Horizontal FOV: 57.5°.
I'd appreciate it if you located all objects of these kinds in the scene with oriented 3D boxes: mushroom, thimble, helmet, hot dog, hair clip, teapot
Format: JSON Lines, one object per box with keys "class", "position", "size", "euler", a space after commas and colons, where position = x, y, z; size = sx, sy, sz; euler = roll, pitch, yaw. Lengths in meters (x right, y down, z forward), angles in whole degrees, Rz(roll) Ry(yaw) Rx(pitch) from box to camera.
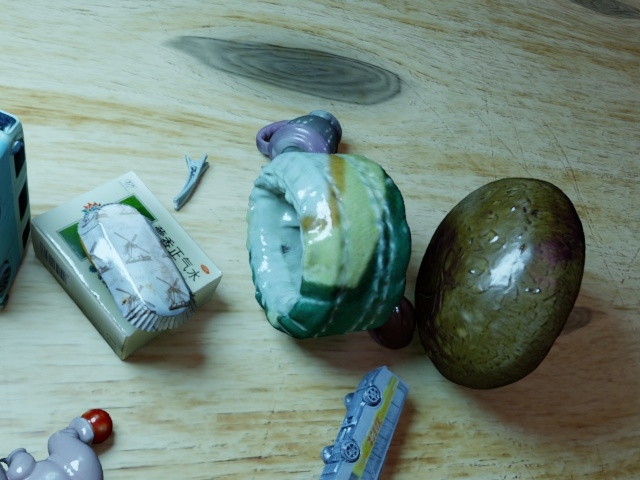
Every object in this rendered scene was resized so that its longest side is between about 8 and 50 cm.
{"class": "mushroom", "position": [0.260, 0.057, 0.880], "size": [0.239, 0.345, 0.345], "euler": [0, 59, -20]}
{"class": "thimble", "position": [0.000, 0.000, 0.860], "size": [0.167, 0.254, 0.288], "euler": [0, 33, -26]}
{"class": "helmet", "position": [0.119, 0.116, 0.951], "size": [0.089, 0.057, 0.111], "euler": [-12, 64, -25]}
{"class": "hot dog", "position": [-0.236, 0.031, 0.744], "size": [0.108, 0.059, 0.191], "euler": [-16, 62, -45]}
{"class": "hair clip", "position": [-0.224, -0.100, 0.970], "size": [0.039, 0.030, 0.115], "euler": [11, 51, 8]}
{"class": "teapot", "position": [-0.030, -0.173, 1.062], "size": [0.116, 0.148, 0.146], "euler": [62, 36, -22]}

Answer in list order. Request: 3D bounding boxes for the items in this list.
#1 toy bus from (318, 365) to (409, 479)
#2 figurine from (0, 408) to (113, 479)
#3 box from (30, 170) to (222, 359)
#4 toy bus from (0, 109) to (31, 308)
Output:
{"class": "toy bus", "position": [0.062, 0.272, 0.828], "size": [0.075, 0.064, 0.190], "euler": [37, 52, -12]}
{"class": "figurine", "position": [-0.329, 0.297, 0.620], "size": [0.287, 0.186, 0.176], "euler": [-16, 105, -51]}
{"class": "box", "position": [-0.271, 0.030, 0.827], "size": [0.212, 0.095, 0.168], "euler": [47, 52, 10]}
{"class": "toy bus", "position": [-0.431, -0.052, 0.705], "size": [0.133, 0.271, 0.165], "euler": [16, 51, -12]}
